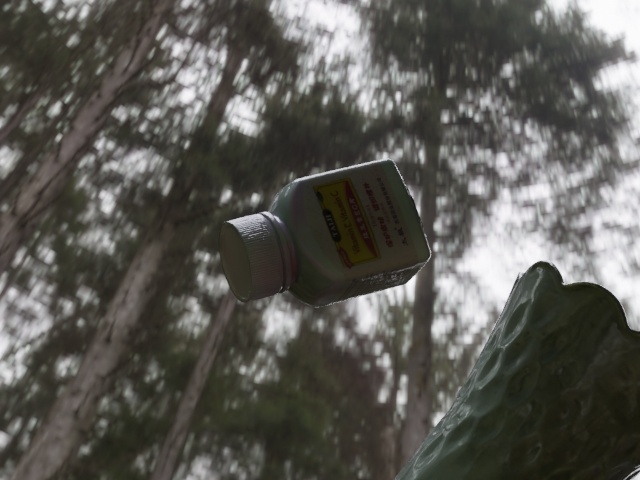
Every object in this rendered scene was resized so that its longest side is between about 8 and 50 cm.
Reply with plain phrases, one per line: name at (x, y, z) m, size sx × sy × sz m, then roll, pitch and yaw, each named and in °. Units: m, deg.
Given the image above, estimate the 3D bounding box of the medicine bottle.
medicine bottle at (0.000, 0.000, 1.036) m, size 0.118 × 0.055 × 0.074 m, roll -13°, pitch -106°, yaw -22°

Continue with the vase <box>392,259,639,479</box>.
vase at (0.045, 0.085, 0.514) m, size 0.149 × 0.081 × 0.081 m, roll -45°, pitch -75°, yaw -15°
